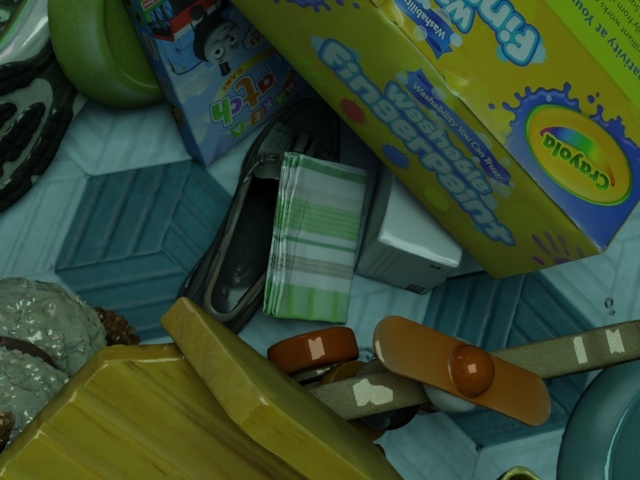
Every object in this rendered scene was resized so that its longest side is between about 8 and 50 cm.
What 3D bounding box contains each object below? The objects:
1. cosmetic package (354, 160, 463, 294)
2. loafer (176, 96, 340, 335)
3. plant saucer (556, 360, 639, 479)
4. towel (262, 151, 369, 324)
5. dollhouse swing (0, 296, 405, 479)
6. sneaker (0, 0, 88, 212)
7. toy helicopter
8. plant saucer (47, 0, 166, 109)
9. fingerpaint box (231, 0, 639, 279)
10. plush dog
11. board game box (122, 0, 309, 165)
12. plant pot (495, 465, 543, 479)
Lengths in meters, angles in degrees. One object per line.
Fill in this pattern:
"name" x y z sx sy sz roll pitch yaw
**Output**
"cosmetic package" 0.105 -0.076 1.173 0.085 0.117 0.231 18 71 -5
"loafer" -0.044 -0.024 1.142 0.096 0.084 0.267 30 72 -9
"plant saucer" 0.385 0.244 1.176 0.317 0.044 0.318 3 75 -10
"towel" 0.000 0.000 1.131 0.113 0.023 0.152 9 87 -46
"dollhouse swing" -0.082 0.300 0.834 0.347 0.305 0.315 -46 119 5
"sneaker" -0.311 -0.169 1.133 0.182 0.158 0.410 32 70 32
"toy helicopter" 0.133 0.113 1.061 0.355 0.235 0.140 -11 76 -14
"plant saucer" -0.140 -0.227 1.110 0.037 0.241 0.241 28 68 32
"fingerpaint box" 0.142 -0.254 1.060 0.445 0.163 0.371 45 64 -13
"plush dog" -0.266 0.125 1.022 0.262 0.211 0.225 13 47 -9
"board game box" -0.085 -0.193 1.127 0.160 0.211 0.039 -40 53 -18
"plant pot" 0.158 0.344 1.026 0.212 0.187 0.212 40 71 2
